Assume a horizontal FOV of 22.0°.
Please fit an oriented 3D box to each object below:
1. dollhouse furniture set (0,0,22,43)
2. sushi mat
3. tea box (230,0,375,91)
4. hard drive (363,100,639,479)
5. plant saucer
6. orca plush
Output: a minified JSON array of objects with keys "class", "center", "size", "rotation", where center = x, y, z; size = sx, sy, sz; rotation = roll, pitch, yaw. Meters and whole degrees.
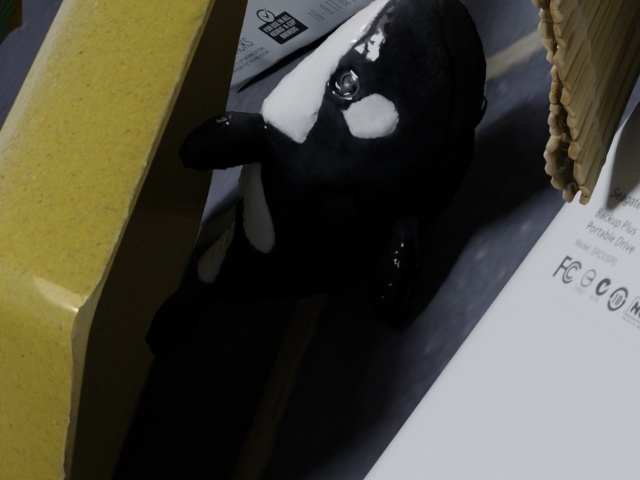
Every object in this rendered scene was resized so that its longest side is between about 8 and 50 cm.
[{"class":"dollhouse furniture set","center":[-0.219,-0.180,1.213],"size":[0.151,0.301,0.197],"rotation":[-45,21,29]},{"class":"sushi mat","center":[0.134,-0.168,0.644],"size":[0.019,0.151,0.316],"rotation":[9,46,24]},{"class":"tea box","center":[-0.061,-0.309,1.050],"size":[0.329,0.323,0.220],"rotation":[-24,37,53]},{"class":"hard drive","center":[0.089,0.094,0.540],"size":[0.353,0.047,0.233],"rotation":[-54,22,1]},{"class":"plant saucer","center":[-0.120,-0.003,0.863],"size":[0.333,0.081,0.333],"rotation":[108,179,-51]},{"class":"orca plush","center":[0.000,0.000,0.788],"size":[0.287,0.151,0.102],"rotation":[-38,62,41]}]
